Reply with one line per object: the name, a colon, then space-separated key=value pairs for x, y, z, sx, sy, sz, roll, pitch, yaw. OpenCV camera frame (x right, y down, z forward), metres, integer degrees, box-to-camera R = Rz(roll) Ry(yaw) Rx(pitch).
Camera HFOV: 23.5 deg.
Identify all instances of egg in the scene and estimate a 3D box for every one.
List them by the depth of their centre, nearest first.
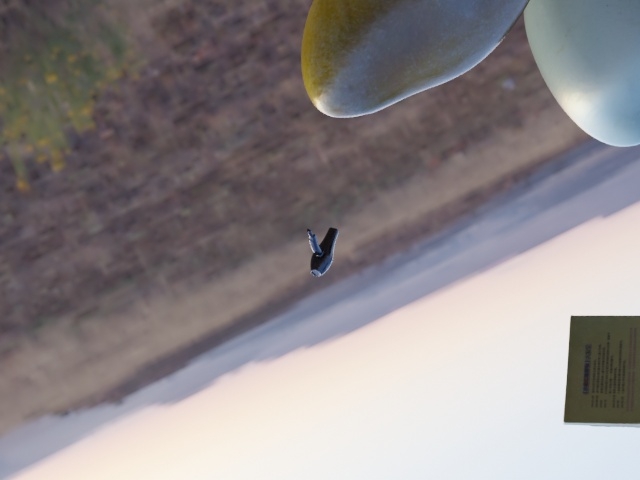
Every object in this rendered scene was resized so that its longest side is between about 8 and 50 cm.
egg: x=0.433 y=-0.314 z=2.336 sx=0.230 sy=0.371 sz=0.230 roll=-11 pitch=156 yaw=-5

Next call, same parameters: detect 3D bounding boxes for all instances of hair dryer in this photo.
hair dryer: x=0.000 y=0.000 z=2.170 sx=0.031 sy=0.079 sz=0.083 roll=8 pitch=147 yaw=21

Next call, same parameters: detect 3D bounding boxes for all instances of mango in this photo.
mango: x=0.123 y=-0.301 z=1.959 sx=0.384 sy=0.221 sz=0.199 roll=-47 pitch=-177 yaw=-10

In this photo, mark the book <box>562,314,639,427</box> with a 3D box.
book: x=0.438 y=0.180 z=2.145 sx=0.192 sy=0.168 sz=0.013 roll=0 pitch=152 yaw=18
